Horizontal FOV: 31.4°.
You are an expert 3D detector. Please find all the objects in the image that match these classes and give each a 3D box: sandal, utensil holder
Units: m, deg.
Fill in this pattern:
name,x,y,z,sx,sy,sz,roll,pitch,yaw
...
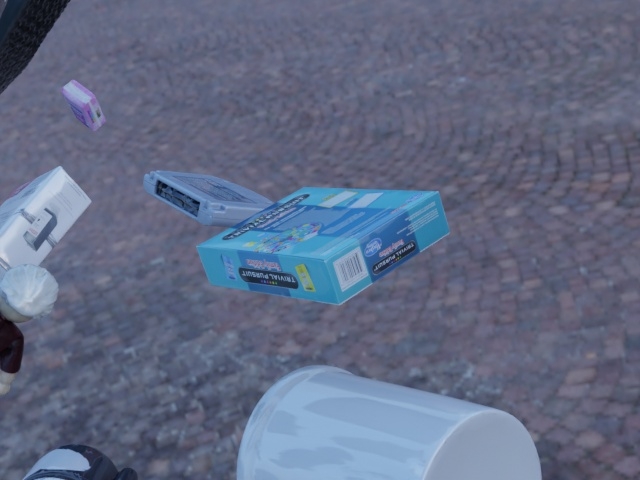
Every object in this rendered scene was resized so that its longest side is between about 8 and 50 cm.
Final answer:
name,x,y,z,sx,sy,sz,roll,pitch,yaw
sandal,-0.517,-0.296,1.731,0.446,0.107,0.167,-43,-1,28
utensil holder,0.107,0.386,1.814,0.328,0.327,0.385,-34,25,-35

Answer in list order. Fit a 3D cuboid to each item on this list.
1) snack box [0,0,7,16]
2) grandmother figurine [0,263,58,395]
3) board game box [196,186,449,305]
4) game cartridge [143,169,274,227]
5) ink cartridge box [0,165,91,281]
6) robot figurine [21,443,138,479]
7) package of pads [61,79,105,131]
name,x,y,z,sx,sy,sz,roll,pitch,yaw
snack box,-0.398,-0.292,1.131,0.187,0.060,0.322,13,51,-7
grandmother figurine,-0.547,0.159,1.757,0.342,0.208,0.104,-39,46,7
board game box,0.000,0.000,1.844,0.254,0.079,0.336,-30,22,-34
game cartridge,-0.215,-0.082,2.362,0.198,0.062,0.297,9,12,-38
ink cartridge box,-0.523,-0.012,1.980,0.159,0.092,0.218,-18,29,44
robot figurine,-0.435,0.448,1.932,0.209,0.174,0.278,-58,3,11
package of pads,-0.363,-0.207,1.743,0.050,0.083,0.032,39,75,16
